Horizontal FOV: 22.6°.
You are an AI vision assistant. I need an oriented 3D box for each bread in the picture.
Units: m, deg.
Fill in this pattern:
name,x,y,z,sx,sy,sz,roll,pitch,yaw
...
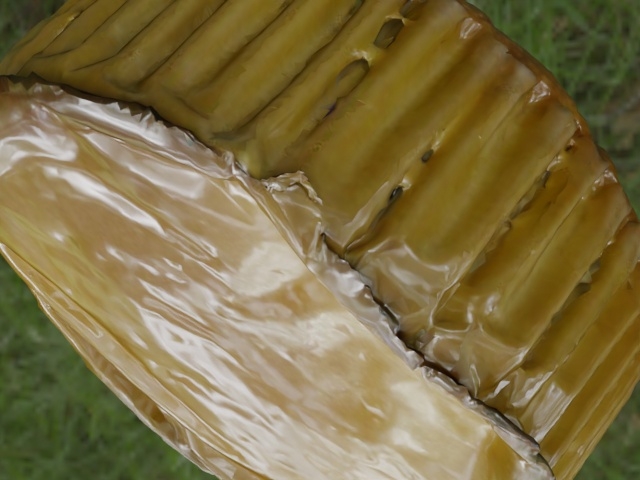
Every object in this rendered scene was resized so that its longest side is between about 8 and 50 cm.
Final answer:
name,x,y,z,sx,sy,sz,roll,pitch,yaw
bread,-0.001,0.000,0.449,0.199,0.104,0.199,30,152,18
